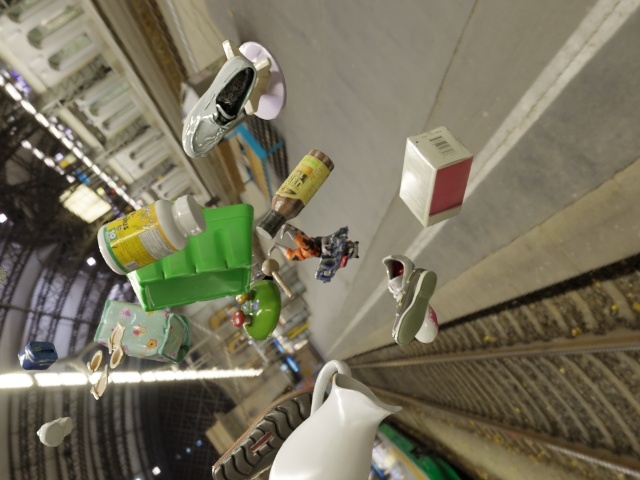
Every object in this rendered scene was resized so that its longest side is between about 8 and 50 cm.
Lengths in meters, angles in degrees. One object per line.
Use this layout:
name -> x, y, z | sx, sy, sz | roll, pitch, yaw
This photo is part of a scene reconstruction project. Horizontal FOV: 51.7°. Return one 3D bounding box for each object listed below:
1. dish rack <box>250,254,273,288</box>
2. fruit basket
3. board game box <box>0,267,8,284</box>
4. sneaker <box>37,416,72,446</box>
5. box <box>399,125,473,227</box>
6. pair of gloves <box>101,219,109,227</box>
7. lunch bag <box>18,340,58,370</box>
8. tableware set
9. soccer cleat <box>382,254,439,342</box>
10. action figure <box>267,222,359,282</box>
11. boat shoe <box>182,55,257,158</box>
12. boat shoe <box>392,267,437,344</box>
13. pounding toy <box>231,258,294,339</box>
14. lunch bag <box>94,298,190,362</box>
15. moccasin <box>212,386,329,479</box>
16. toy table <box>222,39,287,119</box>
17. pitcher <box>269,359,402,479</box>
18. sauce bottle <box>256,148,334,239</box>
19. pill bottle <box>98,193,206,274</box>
dish rack -> -0.284, 0.075, 2.298 | 0.272, 0.074, 0.208 | 60, -159, -10
fruit basket -> -0.370, -0.012, 1.821 | 0.392, 0.392, 0.283 | 50, 154, 23
board game box -> -0.741, 0.101, 1.078 | 0.086, 0.308, 0.302 | 6, 152, 50
sneaker -> -0.938, 0.664, 2.280 | 0.212, 0.094, 0.080 | 102, 164, -85
box -> 0.321, -0.179, 1.854 | 0.149, 0.126, 0.232 | 57, 159, 35
pair of gloves -> -0.690, -0.026, 2.188 | 0.083, 0.010, 0.074 | 32, -133, -43
lunch bag -> -0.801, 0.328, 1.890 | 0.098, 0.065, 0.067 | 16, -142, -58
tableware set -> -0.498, 0.278, 1.543 | 0.020, 0.169, 0.141 | 29, -169, -34
soccer cleat -> 0.295, 0.197, 2.266 | 0.143, 0.116, 0.331 | 17, -134, -49
action figure -> 0.000, 0.000, 2.487 | 0.341, 0.330, 0.179 | 120, 156, -48
boat shoe -> -0.199, -0.259, 1.306 | 0.079, 0.228, 0.081 | 27, -170, -31
boat shoe -> 0.260, 0.188, 1.895 | 0.081, 0.228, 0.068 | 28, 174, -35
pounding toy -> -0.196, 0.180, 1.952 | 0.110, 0.237, 0.183 | 13, -147, -34
lunch bag -> -0.529, 0.283, 2.026 | 0.223, 0.160, 0.262 | 11, 165, 8
moccasin -> -0.119, 0.529, 1.770 | 0.139, 0.380, 0.147 | 44, -171, 10
toy table -> -0.235, -0.546, 2.241 | 0.274, 0.252, 0.161 | 59, -152, 5
pitcher -> 0.007, 0.278, 0.904 | 0.125, 0.207, 0.178 | 26, -177, -21
sauce bottle -> -0.088, -0.154, 2.240 | 0.111, 0.344, 0.111 | 32, 162, 11
pill bottle -> -0.357, -0.018, 1.416 | 0.117, 0.208, 0.118 | -24, -90, -84
